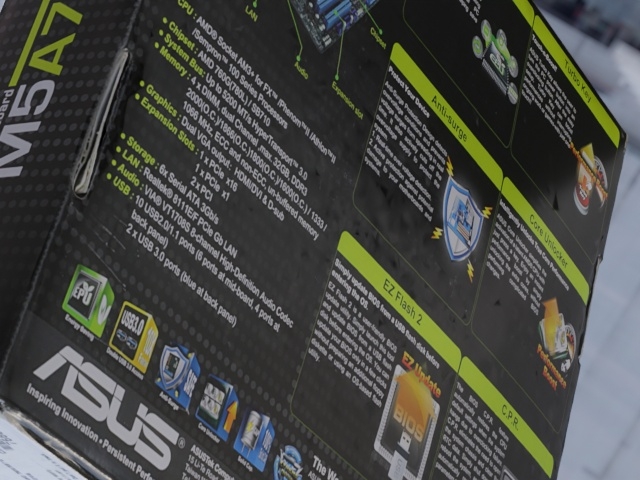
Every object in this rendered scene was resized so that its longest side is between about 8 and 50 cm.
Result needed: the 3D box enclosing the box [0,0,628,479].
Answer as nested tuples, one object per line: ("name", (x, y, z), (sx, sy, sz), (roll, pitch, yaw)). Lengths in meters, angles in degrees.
("box", (0.000, 0.000, 0.435), (0.045, 0.184, 0.190), (-7, 145, 33))
